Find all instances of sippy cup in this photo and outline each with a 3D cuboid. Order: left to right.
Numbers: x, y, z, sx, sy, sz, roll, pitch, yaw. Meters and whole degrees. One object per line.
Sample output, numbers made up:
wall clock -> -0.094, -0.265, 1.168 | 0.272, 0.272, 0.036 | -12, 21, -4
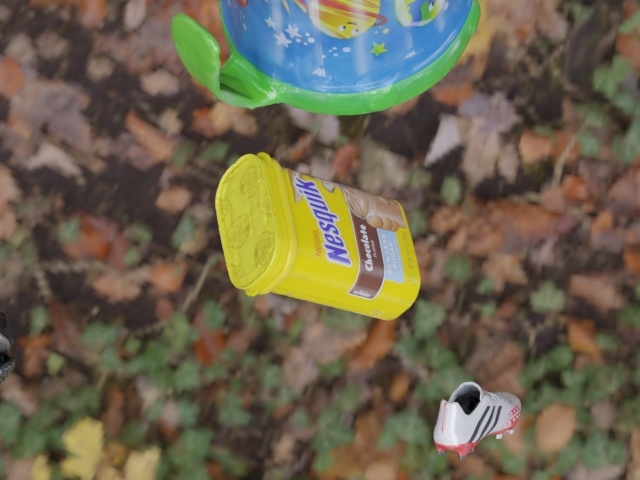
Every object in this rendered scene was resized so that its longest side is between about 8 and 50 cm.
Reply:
sippy cup -> 0.015, -0.260, 1.647 | 0.240, 0.305, 0.224 | 6, 153, 10

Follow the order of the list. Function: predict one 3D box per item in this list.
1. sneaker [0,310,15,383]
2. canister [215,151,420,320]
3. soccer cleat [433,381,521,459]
sneaker -> -0.245, 0.105, 1.088 | 0.087, 0.227, 0.130 | 32, 136, -1
canister -> 0.000, 0.000, 1.735 | 0.170, 0.126, 0.073 | 15, 138, -36
soccer cleat -> 0.087, 0.091, 1.056 | 0.029, 0.083, 0.035 | 10, 108, 31
